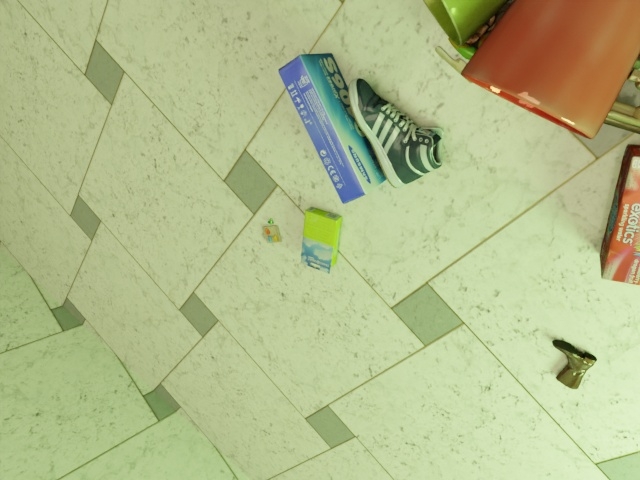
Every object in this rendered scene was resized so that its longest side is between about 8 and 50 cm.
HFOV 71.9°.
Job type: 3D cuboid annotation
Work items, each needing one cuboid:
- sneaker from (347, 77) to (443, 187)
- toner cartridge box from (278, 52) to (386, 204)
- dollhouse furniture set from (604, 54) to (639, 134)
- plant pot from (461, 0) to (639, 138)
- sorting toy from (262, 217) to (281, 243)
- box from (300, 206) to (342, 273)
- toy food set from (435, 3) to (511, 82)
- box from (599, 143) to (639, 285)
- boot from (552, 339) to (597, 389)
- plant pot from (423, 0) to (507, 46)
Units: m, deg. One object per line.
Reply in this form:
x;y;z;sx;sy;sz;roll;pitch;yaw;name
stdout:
0.186;-0.272;1.036;0.153;0.099;0.282;-17;109;40;sneaker
0.041;-0.278;1.082;0.075;0.165;0.348;-21;101;36;toner cartridge box
0.599;-0.272;0.781;0.123;0.144;0.151;24;108;14;dollhouse furniture set
0.429;-0.346;0.772;0.275;0.275;0.243;34;114;14;plant pot
-0.160;-0.030;1.409;0.062;0.012;0.083;-4;110;33;sorting toy
0.000;0.000;1.309;0.109;0.042;0.178;19;121;23;box
0.333;-0.438;0.911;0.132;0.038;0.192;43;126;7;toy food set
0.640;-0.047;0.855;0.128;0.122;0.257;11;117;26;box
0.607;0.312;1.098;0.106;0.037;0.114;27;127;21;boot
0.299;-0.552;0.766;0.293;0.275;0.275;-33;93;21;plant pot
